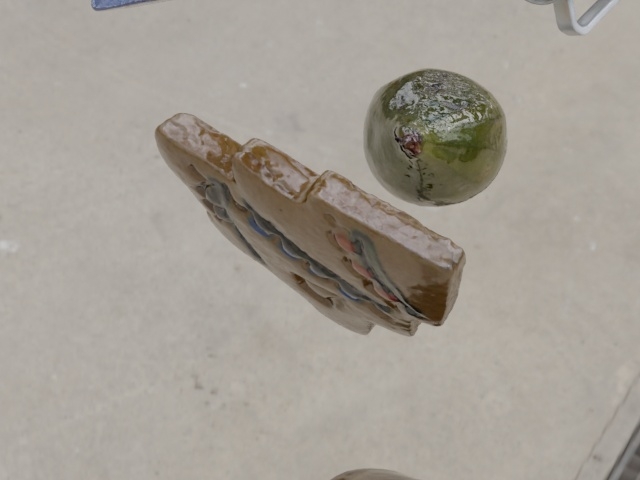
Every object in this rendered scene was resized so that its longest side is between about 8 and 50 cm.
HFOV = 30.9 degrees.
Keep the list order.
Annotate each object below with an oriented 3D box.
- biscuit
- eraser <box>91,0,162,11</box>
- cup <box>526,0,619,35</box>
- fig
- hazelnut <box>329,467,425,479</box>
[{"bbox_3d":[-0.001,0.001,0.905,0.043,0.278,0.301,-54,28,-17],"label":"biscuit"},{"bbox_3d":[-0.082,-0.241,0.745,0.082,0.036,0.225,-2,67,35],"label":"eraser"},{"bbox_3d":[0.177,-0.193,0.769,0.116,0.104,0.074,-26,20,-33],"label":"cup"},{"bbox_3d":[0.084,-0.077,1.008,0.133,0.127,0.185,35,39,10],"label":"fig"},{"bbox_3d":[0.072,0.330,1.112,0.229,0.230,0.229,6,41,-5],"label":"hazelnut"}]
